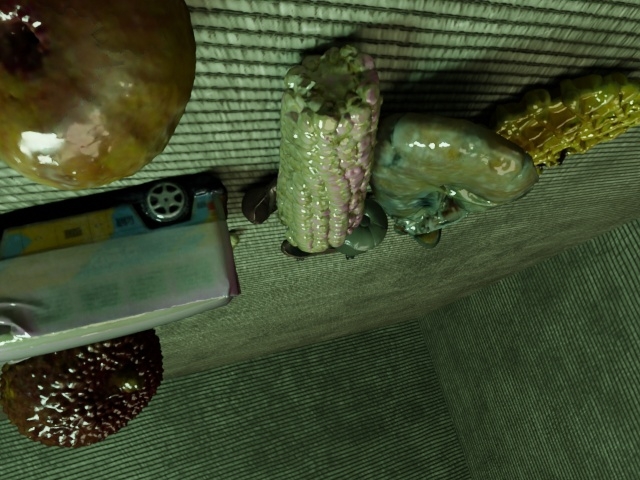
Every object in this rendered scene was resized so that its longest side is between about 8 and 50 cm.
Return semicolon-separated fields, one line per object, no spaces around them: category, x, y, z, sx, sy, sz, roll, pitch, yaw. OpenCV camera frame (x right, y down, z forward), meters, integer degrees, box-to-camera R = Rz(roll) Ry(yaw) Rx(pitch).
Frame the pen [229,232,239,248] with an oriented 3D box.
pen;-0.211;0.037;0.988;0.233;0.032;0.040;-31;-178;45

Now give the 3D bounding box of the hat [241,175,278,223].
hat;-0.080;-0.066;0.771;0.087;0.042;0.058;-56;158;8

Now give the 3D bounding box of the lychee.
lychee;-0.429;0.227;0.975;0.304;0.276;0.275;3;177;34

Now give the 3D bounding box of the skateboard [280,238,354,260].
skateboard;0.000;0.000;1.034;0.151;0.067;0.080;-7;153;-18

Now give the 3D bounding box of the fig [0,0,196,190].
fig;-0.161;-0.111;0.391;0.159;0.159;0.257;-14;-179;-9

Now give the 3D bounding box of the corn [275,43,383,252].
corn;0.008;-0.085;0.635;0.126;0.127;0.335;-14;163;-9

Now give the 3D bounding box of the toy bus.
toy bus;-0.296;0.048;0.695;0.386;0.163;0.171;-13;165;-12

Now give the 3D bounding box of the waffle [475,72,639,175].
waffle;0.339;-0.159;0.831;0.309;0.065;0.283;-10;161;-8

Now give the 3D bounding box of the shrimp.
shrimp;0.171;-0.075;0.782;0.221;0.110;0.446;13;171;8

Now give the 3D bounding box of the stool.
stool;0.063;-0.021;0.956;0.096;0.096;0.110;-13;170;-14
